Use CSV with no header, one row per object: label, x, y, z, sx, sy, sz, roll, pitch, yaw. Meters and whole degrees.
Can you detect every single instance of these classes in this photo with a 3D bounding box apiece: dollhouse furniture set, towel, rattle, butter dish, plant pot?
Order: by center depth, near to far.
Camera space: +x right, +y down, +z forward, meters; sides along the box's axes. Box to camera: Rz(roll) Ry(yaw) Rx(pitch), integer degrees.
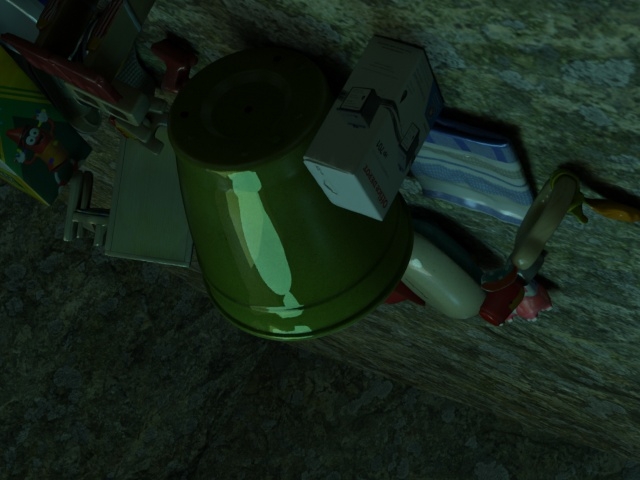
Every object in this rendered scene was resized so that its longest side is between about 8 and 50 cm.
rattle,0.325,0.014,1.290,0.143,0.199,0.130,32,166,-16
towel,0.210,-0.106,1.402,0.209,0.034,0.285,20,167,26
dollhouse furniture set,-0.305,-0.292,1.425,0.152,0.201,0.374,26,172,7
plant pot,-0.065,-0.093,1.447,0.366,0.366,0.353,20,152,29
dollhouse furniture set,-0.313,-0.099,1.878,0.362,0.256,0.394,9,-178,-6
butter dish,0.118,0.068,1.902,0.118,0.160,0.160,-32,145,26

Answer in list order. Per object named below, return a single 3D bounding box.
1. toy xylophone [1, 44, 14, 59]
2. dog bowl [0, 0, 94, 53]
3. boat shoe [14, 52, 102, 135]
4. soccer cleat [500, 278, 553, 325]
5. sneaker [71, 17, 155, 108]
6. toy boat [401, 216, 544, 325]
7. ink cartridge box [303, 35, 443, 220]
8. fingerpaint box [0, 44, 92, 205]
toy xylophone,-0.791,-0.443,2.020,0.323,0.081,0.236,29,166,-7
dog bowl,-0.514,-0.410,1.561,0.265,0.104,0.265,26,167,7
boat shoe,-0.522,-0.305,1.958,0.094,0.109,0.302,0,160,15
soccer cleat,0.374,0.109,1.843,0.095,0.083,0.248,58,169,-1
sneaker,-0.389,-0.300,1.662,0.127,0.126,0.321,16,167,5
toy boat,0.266,0.053,1.726,0.267,0.148,0.318,43,168,-33
ink cartridge box,0.073,-0.143,1.223,0.082,0.190,0.139,21,165,27
fingerpaint box,-0.726,-0.299,1.863,0.445,0.163,0.371,27,164,26
